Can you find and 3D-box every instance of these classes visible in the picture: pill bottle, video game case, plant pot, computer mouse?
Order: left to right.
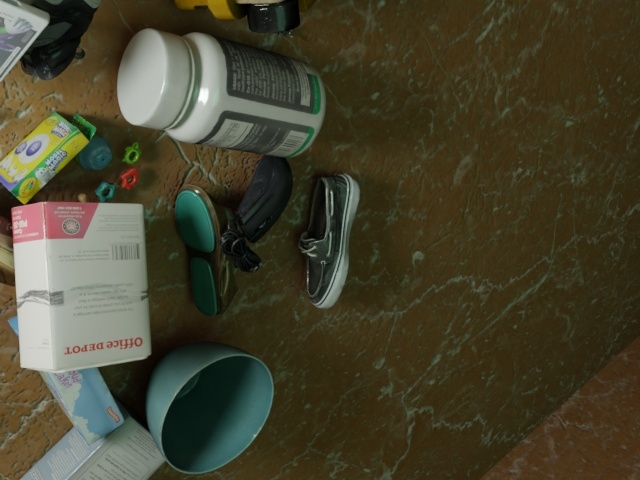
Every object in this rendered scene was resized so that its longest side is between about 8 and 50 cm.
[{"bbox_3d":[-0.503,-0.286,1.067,0.190,0.022,0.173,-32,148,34],"label":"video game case"},{"bbox_3d":[-0.278,0.344,1.720,0.290,0.195,0.290,-21,123,-35],"label":"plant pot"},{"bbox_3d":[-0.182,-0.277,1.455,0.361,0.204,0.204,5,110,-43],"label":"pill bottle"},{"bbox_3d":[-0.118,-0.068,1.661,0.188,0.072,0.272,58,50,-65],"label":"computer mouse"}]

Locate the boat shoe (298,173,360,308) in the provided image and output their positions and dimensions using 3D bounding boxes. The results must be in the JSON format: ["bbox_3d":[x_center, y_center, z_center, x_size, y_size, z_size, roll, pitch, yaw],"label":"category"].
[{"bbox_3d":[0.000,0.000,1.851,0.119,0.121,0.335,4,100,-34],"label":"boat shoe"}]

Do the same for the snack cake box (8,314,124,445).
[{"bbox_3d":[-0.499,0.262,1.516,0.089,0.152,0.264,-33,131,-24],"label":"snack cake box"}]

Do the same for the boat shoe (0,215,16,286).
[{"bbox_3d":[-0.608,-0.045,1.294,0.342,0.123,0.123,42,53,-43],"label":"boat shoe"}]

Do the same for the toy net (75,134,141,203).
[{"bbox_3d":[-0.421,-0.086,1.472,0.122,0.045,0.232,-5,119,-49],"label":"toy net"}]

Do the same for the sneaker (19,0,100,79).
[{"bbox_3d":[-0.459,-0.319,1.151,0.268,0.101,0.153,-17,137,-44],"label":"sneaker"}]

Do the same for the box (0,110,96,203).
[{"bbox_3d":[-0.479,-0.154,1.334,0.179,0.105,0.043,-46,136,-12],"label":"box"}]

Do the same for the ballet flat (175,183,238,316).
[{"bbox_3d":[-0.229,0.006,1.654,0.124,0.116,0.342,-43,139,-43],"label":"ballet flat"}]

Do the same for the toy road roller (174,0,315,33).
[{"bbox_3d":[-0.137,-0.519,1.403,0.329,0.240,0.203,-64,154,-53],"label":"toy road roller"}]

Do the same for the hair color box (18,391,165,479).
[{"bbox_3d":[-0.526,0.535,1.674,0.374,0.113,0.185,-46,135,-13],"label":"hair color box"}]

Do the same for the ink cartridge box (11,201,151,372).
[{"bbox_3d":[-0.419,0.077,1.352,0.207,0.117,0.283,-1,87,-51],"label":"ink cartridge box"}]

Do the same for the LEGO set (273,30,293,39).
[{"bbox_3d":[-0.084,-0.450,1.580,0.054,0.023,0.083,-34,118,-26],"label":"LEGO set"}]
